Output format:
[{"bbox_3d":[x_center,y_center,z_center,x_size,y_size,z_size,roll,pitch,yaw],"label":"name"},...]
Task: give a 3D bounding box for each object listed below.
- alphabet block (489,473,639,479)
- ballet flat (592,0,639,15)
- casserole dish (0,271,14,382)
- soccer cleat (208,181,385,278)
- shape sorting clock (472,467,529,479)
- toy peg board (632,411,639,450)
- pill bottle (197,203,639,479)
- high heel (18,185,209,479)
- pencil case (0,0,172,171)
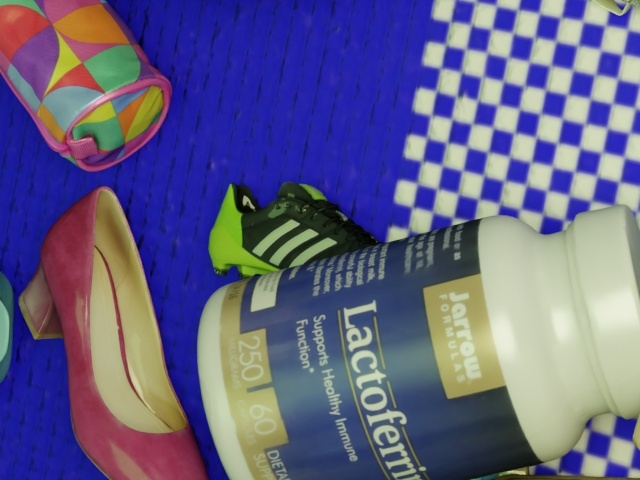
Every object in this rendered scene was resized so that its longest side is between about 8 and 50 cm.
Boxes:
[{"bbox_3d":[0.168,0.236,1.082,0.197,0.193,0.192,-1,88,26],"label":"alphabet block"},{"bbox_3d":[0.197,-0.153,1.172,0.114,0.041,0.041,28,104,29],"label":"ballet flat"},{"bbox_3d":[-0.302,0.063,1.477,0.188,0.037,0.114,5,92,33],"label":"casserole dish"},{"bbox_3d":[0.000,0.000,1.278,0.179,0.060,0.072,10,90,33],"label":"soccer cleat"},{"bbox_3d":[0.040,0.158,1.260,0.206,0.040,0.206,-2,86,22],"label":"shape sorting clock"},{"bbox_3d":[0.276,0.064,1.041,0.160,0.079,0.161,13,100,-12],"label":"toy peg board"},{"bbox_3d":[0.072,0.070,1.154,0.265,0.153,0.153,-15,81,14],"label":"pill bottle"},{"bbox_3d":[-0.127,0.080,1.343,0.117,0.082,0.244,-55,51,30],"label":"high heel"},{"bbox_3d":[-0.206,-0.159,1.382,0.104,0.104,0.236,-50,66,22],"label":"pencil case"}]
